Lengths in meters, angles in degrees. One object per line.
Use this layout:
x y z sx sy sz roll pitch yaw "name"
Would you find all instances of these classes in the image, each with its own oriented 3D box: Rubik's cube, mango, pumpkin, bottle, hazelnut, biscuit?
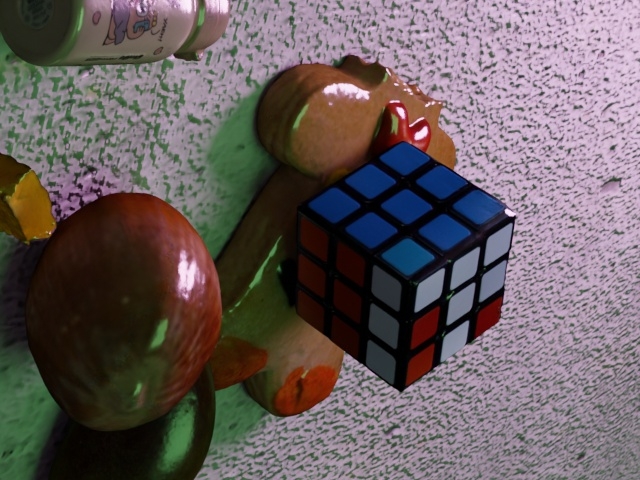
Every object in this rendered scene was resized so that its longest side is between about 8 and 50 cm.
0.083 0.023 1.880 0.162 0.160 0.163 -31 142 -33 "Rubik's cube"
-0.184 0.207 1.828 0.133 0.111 0.267 26 103 -15 "mango"
-0.261 -0.041 1.553 0.054 0.074 0.083 -49 148 -26 "pumpkin"
-0.162 -0.201 1.536 0.209 0.097 0.110 -10 108 -53 "bottle"
-0.176 0.070 1.658 0.176 0.214 0.214 1 127 -6 "hazelnut"
0.000 0.000 1.966 0.394 0.076 0.368 -59 150 2 "biscuit"
